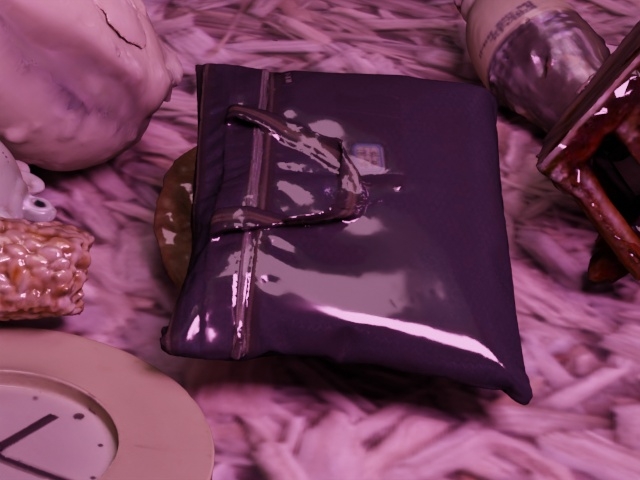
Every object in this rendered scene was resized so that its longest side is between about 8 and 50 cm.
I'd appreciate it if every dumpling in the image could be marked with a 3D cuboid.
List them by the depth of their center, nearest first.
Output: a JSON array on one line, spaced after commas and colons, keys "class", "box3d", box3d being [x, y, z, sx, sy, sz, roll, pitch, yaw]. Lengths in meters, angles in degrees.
[{"class": "dumpling", "box3d": [-0.239, -0.118, 1.100, 0.243, 0.318, 0.187, -25, 61, 17]}]

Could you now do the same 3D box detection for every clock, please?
[{"class": "clock", "box3d": [-0.171, 0.114, 0.823, 0.235, 0.029, 0.235, 6, 26, -3]}]

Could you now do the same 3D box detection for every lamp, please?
[{"class": "lamp", "box3d": [0.185, -0.148, 1.315, 0.101, 0.101, 0.250, -10, 45, -28]}]

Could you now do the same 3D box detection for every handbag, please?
[{"class": "handbag", "box3d": [0.016, -0.014, 0.963, 0.211, 0.088, 0.254, 8, 46, -8]}]

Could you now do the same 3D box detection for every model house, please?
[{"class": "model house", "box3d": [0.339, -0.065, 1.129, 0.282, 0.297, 0.317, 42, 16, -1]}]

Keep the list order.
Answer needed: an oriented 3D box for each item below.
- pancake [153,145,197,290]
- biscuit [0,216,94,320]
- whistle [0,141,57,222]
[{"class": "pancake", "box3d": [0.000, 0.000, 1.049, 0.242, 0.050, 0.242, 3, 36, -2]}, {"class": "biscuit", "box3d": [-0.217, 0.015, 0.923, 0.169, 0.070, 0.082, 5, 4, -2]}, {"class": "whistle", "box3d": [-0.291, -0.042, 1.001, 0.253, 0.105, 0.102, 13, 0, -3]}]
